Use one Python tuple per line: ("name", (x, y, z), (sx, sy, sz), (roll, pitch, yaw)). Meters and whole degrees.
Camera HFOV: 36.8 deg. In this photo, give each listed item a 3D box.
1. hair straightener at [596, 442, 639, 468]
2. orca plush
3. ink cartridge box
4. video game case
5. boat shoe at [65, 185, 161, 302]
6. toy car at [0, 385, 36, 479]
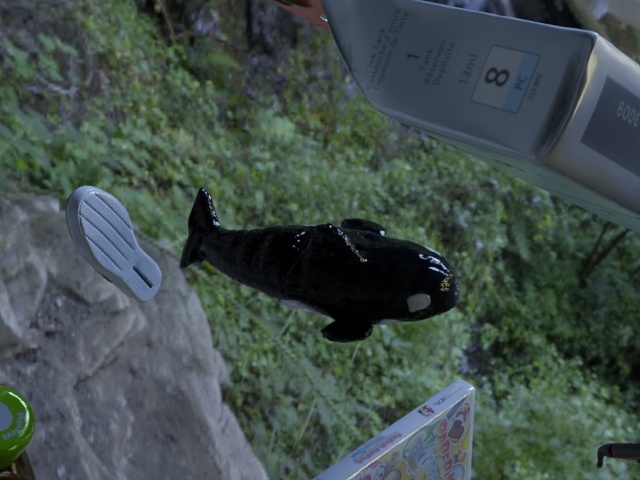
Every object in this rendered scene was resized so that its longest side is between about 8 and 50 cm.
("hair straightener", (0.471, 0.296, 1.306), (0.089, 0.230, 0.047), (15, 67, -28))
("orca plush", (0.000, 0.000, 0.959), (0.287, 0.102, 0.151), (24, 55, 16))
("ink cartridge box", (0.122, -0.103, 0.770), (0.308, 0.091, 0.385), (17, 5, -44))
("video game case", (0.069, 0.268, 0.910), (0.206, 0.227, 0.026), (-26, 37, -36))
("boat shoe", (-0.373, 0.012, 1.655), (0.094, 0.302, 0.109), (16, 61, 25))
("toy car", (-0.216, 0.218, 0.613), (0.188, 0.155, 0.149), (48, 43, 11))
